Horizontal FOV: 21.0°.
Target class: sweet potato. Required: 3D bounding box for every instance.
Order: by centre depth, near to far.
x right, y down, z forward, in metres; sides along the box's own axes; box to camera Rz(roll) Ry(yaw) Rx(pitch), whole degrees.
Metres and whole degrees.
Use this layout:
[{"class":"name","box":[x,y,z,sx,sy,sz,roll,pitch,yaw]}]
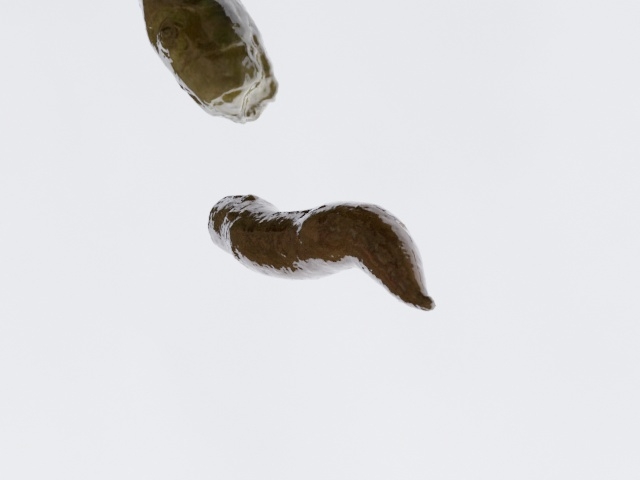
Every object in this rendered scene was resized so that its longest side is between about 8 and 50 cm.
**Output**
[{"class":"sweet potato","box":[0.000,0.000,1.285,0.067,0.059,0.281,-52,-151,-20]}]

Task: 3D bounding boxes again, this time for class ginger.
[{"class":"ginger","box":[-0.135,-0.243,1.874,0.116,0.109,0.263,-21,-115,-7]}]
